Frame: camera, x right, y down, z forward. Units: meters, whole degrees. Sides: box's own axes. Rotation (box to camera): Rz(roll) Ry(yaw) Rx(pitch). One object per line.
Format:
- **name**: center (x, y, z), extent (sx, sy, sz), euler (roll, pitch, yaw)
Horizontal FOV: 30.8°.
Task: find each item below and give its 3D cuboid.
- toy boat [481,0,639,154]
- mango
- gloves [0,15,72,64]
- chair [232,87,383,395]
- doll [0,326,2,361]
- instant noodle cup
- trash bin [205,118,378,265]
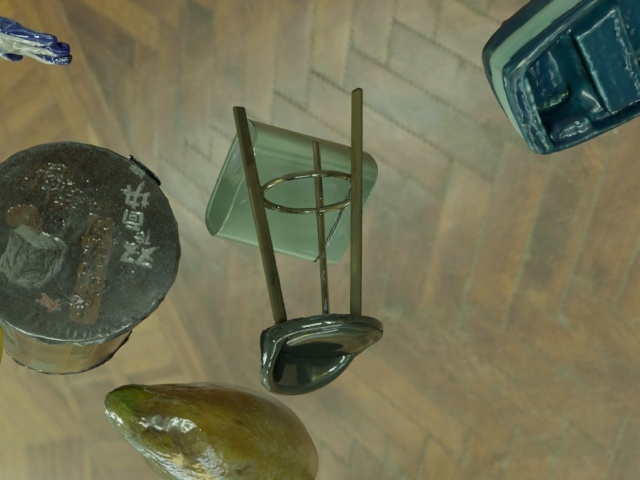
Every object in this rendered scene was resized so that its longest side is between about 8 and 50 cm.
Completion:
- **toy boat**: center (0.234, -0.162, 0.709), extent (0.096, 0.299, 0.062), euler (60, 177, -34)
- **mango**: center (-0.118, 0.223, 1.297), extent (0.193, 0.146, 0.316), euler (6, 159, 31)
- **gloves**: center (-0.229, -0.149, 0.872), extent (0.064, 0.086, 0.026), euler (162, 116, -77)
- **chair**: center (-0.001, 0.000, 0.870), extent (0.095, 0.104, 0.221), euler (-16, 69, 39)
- **doll**: center (-0.333, 0.042, 0.650), extent (0.103, 0.316, 0.145), euler (-50, 55, 26)
- **instant noodle cup**: center (-0.267, 0.034, 1.226), extent (0.217, 0.217, 0.207), euler (56, 155, 10)
- **trash bin**: center (-0.027, -0.043, 1.089), extent (0.116, 0.130, 0.059), euler (-67, 28, 18)
